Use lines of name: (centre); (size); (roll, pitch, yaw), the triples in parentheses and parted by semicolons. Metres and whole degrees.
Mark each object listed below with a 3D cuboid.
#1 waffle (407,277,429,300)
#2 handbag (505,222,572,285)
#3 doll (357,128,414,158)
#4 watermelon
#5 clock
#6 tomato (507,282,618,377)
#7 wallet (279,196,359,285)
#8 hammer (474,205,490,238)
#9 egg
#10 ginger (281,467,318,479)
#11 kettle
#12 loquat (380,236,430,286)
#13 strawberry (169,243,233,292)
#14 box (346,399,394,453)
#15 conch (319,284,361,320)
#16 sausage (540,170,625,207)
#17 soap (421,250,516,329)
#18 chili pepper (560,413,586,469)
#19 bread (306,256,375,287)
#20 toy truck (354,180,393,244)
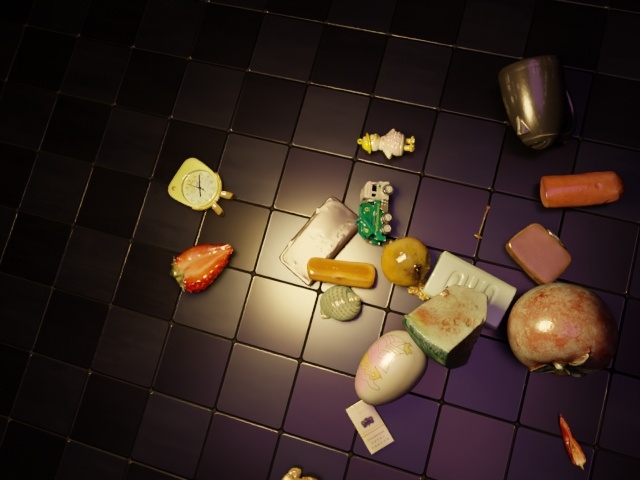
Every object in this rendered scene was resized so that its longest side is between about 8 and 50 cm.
waffle: (0.349, 0.168, 1.897); (0.085, 0.016, 0.078); (40, 88, 9)
handbag: (0.737, 0.043, 1.837); (0.151, 0.072, 0.193); (-39, 77, 0)
doll: (0.236, -0.349, 1.965); (0.207, 0.081, 0.129); (5, 63, 11)
watermelon: (0.409, 0.248, 1.692); (0.258, 0.387, 0.228); (-46, 67, 11)
clock: (-0.437, -0.187, 2.036); (0.232, 0.069, 0.170); (33, 86, 10)
tomato: (0.737, 0.281, 1.677); (0.316, 0.317, 0.283); (6, 63, 9)
wallet: (0.000, 0.000, 1.959); (0.165, 0.042, 0.309); (40, 89, 10)
hammer: (0.567, -0.064, 1.908); (0.029, 0.014, 0.123); (21, 82, 2)
egg: (0.226, 0.416, 1.784); (0.271, 0.196, 0.196); (-33, 78, -2)
ginger: (-0.039, 0.856, 1.811); (0.213, 0.074, 0.137); (35, 96, 16)
kettle: (0.762, -0.458, 1.865); (0.268, 0.207, 0.291); (-8, 85, -21)
loquat: (0.282, 0.065, 1.861); (0.204, 0.149, 0.172); (41, 112, 44)
strawberry: (-0.426, 0.085, 1.981); (0.228, 0.098, 0.174); (-42, 62, -12)
box: (0.166, 0.622, 1.845); (0.090, 0.024, 0.167); (-32, 78, 2)
conch: (0.064, 0.212, 1.890); (0.153, 0.102, 0.135); (-12, 65, 6)
sausage: (0.878, -0.170, 1.834); (0.259, 0.113, 0.114); (-3, 80, 9)
soap: (0.494, 0.167, 1.833); (0.265, 0.087, 0.160); (29, 85, 8)
chili pepper: (0.800, 0.644, 1.753); (0.045, 0.027, 0.178); (-21, 79, 0)
bread: (0.069, 0.112, 1.895); (0.239, 0.074, 0.093); (8, 58, -3)
toy truck: (0.183, -0.099, 1.903); (0.116, 0.110, 0.216); (6, 79, -10)
